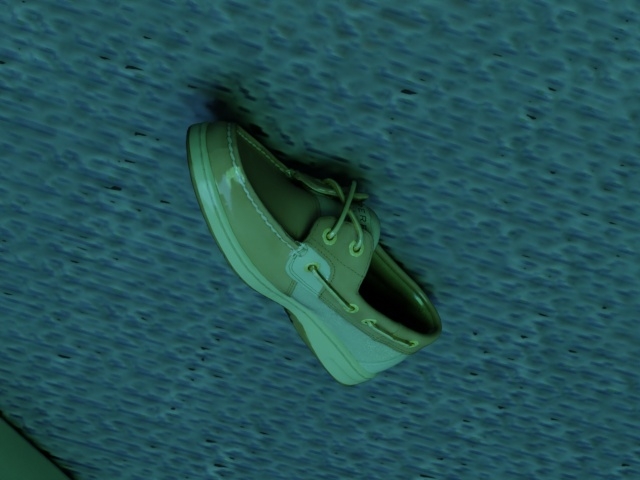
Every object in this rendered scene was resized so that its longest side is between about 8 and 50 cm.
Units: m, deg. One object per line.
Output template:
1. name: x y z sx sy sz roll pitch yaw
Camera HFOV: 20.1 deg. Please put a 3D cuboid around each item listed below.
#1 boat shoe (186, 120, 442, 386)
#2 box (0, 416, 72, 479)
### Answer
1. boat shoe: 0.000 0.000 0.623 0.045 0.050 0.135 -20 140 18
2. box: -0.193 0.130 0.709 0.148 0.121 0.311 -24 128 24
